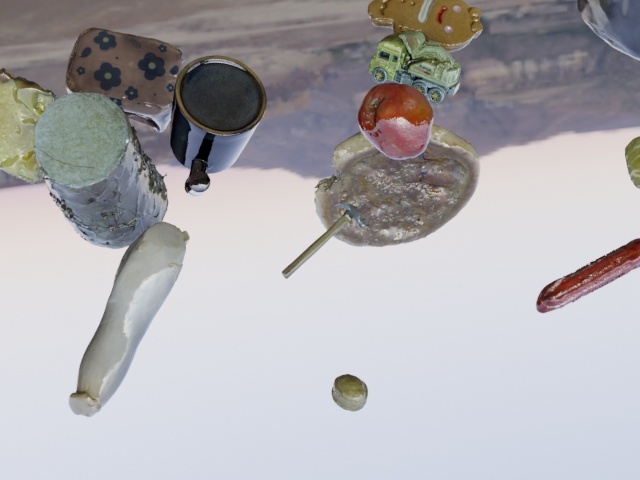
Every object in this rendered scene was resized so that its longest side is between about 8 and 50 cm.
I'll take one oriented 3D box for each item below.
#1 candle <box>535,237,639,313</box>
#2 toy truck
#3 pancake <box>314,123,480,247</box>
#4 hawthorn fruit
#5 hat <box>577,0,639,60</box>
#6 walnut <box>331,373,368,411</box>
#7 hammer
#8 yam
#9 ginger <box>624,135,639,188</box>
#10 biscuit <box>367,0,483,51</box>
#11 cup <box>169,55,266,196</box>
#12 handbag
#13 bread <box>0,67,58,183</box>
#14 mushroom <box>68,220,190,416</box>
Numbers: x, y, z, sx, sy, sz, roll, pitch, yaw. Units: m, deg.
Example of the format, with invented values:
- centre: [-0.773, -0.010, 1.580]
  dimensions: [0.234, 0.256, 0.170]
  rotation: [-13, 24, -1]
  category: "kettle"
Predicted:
- centre: [0.464, 0.042, 1.526]
  dimensions: [0.329, 0.051, 0.048]
  rotation: [-22, -141, -31]
  category: "candle"
- centre: [0.203, -0.371, 1.984]
  dimensions: [0.191, 0.116, 0.085]
  rotation: [23, -146, 13]
  category: "toy truck"
- centre: [0.163, -0.115, 2.125]
  dimensions: [0.382, 0.382, 0.071]
  rotation: [-8, -134, -8]
  category: "pancake"
- centre: [0.119, -0.188, 1.487]
  dimensions: [0.128, 0.128, 0.128]
  rotation: [-7, -173, 1]
  category: "hawthorn fruit"
- centre: [0.486, -0.257, 1.296]
  dimensions: [0.257, 0.381, 0.366]
  rotation: [-7, 157, 25]
  category: "hat"
- centre: [0.067, 0.343, 2.142]
  dimensions: [0.092, 0.092, 0.092]
  rotation: [-7, -173, 1]
  category: "walnut"
- centre: [0.000, 0.000, 1.595]
  dimensions: [0.182, 0.062, 0.017]
  rotation: [-41, -168, -24]
  category: "hammer"
- centre: [-0.450, -0.139, 1.964]
  dimensions: [0.241, 0.241, 0.348]
  rotation: [-7, 158, 1]
  category: "yam"
- centre: [0.643, -0.110, 1.620]
  dimensions: [0.263, 0.116, 0.109]
  rotation: [14, -143, -21]
  category: "ginger"
- centre: [0.230, -0.490, 2.064]
  dimensions: [0.249, 0.184, 0.035]
  rotation: [24, 153, 3]
  category: "biscuit"
- centre: [-0.220, -0.200, 1.747]
  dimensions: [0.239, 0.166, 0.177]
  rotation: [-53, 180, -29]
  category: "cup"
- centre: [-0.454, -0.365, 2.215]
  dimensions: [0.251, 0.190, 0.193]
  rotation: [10, 159, -10]
  category: "handbag"
- centre: [-0.642, -0.268, 2.081]
  dimensions: [0.174, 0.251, 0.133]
  rotation: [21, -146, 6]
  category: "bread"
- centre: [-0.319, 0.127, 1.575]
  dimensions: [0.097, 0.351, 0.109]
  rotation: [25, 169, -13]
  category: "mushroom"
